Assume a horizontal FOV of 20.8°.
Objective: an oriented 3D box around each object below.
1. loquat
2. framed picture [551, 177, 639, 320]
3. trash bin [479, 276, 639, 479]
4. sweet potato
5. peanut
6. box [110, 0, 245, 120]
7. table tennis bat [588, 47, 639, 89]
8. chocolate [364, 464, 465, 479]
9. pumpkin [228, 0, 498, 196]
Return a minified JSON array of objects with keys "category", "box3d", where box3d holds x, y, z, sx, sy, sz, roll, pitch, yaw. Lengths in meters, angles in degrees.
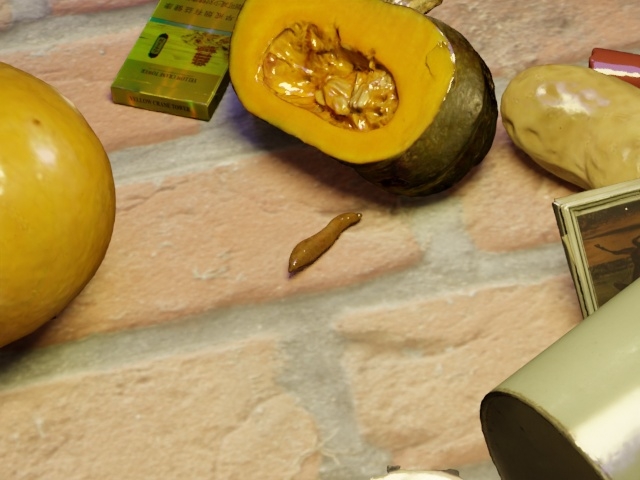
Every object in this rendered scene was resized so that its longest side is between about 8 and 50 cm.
[{"category":"loquat","box3d":[-0.370,-0.052,1.690,0.328,0.359,0.328,-14,27,7]},{"category":"framed picture","box3d":[0.369,0.024,1.701,0.252,0.014,0.197,-15,91,-8]},{"category":"trash bin","box3d":[0.382,0.119,1.529,0.432,0.280,0.280,-32,54,-17]},{"category":"sweet potato","box3d":[0.000,0.000,1.828,0.026,0.026,0.115,30,52,27]},{"category":"peanut","box3d":[0.325,-0.091,1.805,0.319,0.147,0.147,31,58,23]},{"category":"box","box3d":[-0.152,-0.224,2.031,0.121,0.030,0.193,12,51,15]},{"category":"table tennis bat","box3d":[0.497,-0.154,1.890,0.415,0.051,0.268,9,40,9]},{"category":"chocolate","box3d":[0.086,0.314,1.463,0.221,0.147,0.221,-1,52,1]},{"category":"pumpkin","box3d":[0.048,-0.192,1.866,0.317,0.139,0.221,32,96,31]}]
